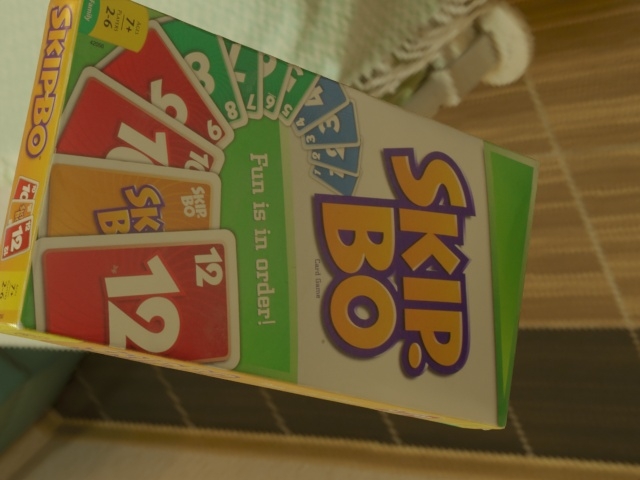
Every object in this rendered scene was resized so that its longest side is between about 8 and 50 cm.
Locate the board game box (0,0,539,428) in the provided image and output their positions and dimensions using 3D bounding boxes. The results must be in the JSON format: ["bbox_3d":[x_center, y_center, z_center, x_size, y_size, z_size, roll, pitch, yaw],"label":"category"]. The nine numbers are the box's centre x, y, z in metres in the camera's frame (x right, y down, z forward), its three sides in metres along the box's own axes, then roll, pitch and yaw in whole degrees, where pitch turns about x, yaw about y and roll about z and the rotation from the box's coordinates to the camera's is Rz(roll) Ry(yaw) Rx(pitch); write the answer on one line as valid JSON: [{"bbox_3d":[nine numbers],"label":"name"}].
[{"bbox_3d":[0.000,0.000,0.532,0.259,0.124,0.039,17,168,-39],"label":"board game box"}]
